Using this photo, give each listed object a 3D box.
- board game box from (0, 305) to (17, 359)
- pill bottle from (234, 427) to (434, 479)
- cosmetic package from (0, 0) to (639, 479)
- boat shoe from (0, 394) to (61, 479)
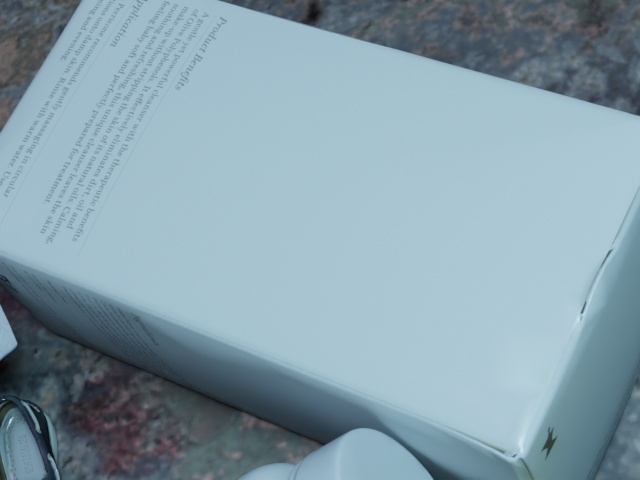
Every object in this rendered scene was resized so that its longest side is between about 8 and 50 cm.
[{"bbox_3d":[-0.398,0.099,0.913,0.318,0.066,0.319,13,43,36],"label":"board game box"},{"bbox_3d":[-0.036,0.186,0.789,0.208,0.119,0.119,-35,57,25],"label":"pill bottle"},{"bbox_3d":[0.000,0.000,0.883,0.365,0.155,0.197,21,71,25],"label":"cosmetic package"},{"bbox_3d":[-0.172,0.150,0.935,0.046,0.038,0.125,-19,60,9],"label":"boat shoe"}]
